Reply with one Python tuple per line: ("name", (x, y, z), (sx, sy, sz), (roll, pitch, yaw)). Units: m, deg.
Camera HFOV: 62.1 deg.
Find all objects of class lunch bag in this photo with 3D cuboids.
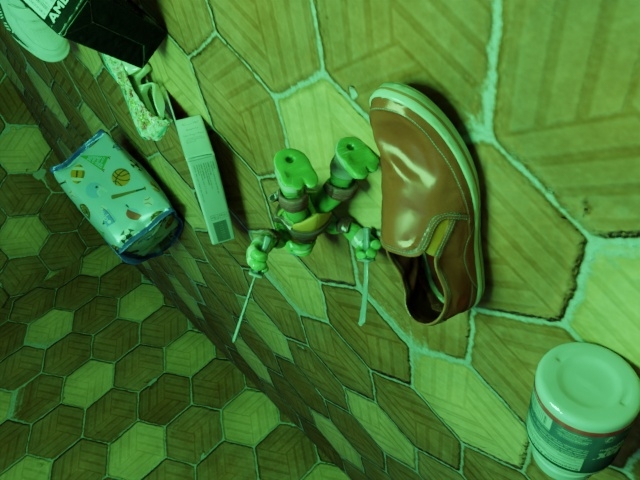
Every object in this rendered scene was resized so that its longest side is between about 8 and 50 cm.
("lunch bag", (-0.604, -0.109, 1.652), (0.328, 0.239, 0.385), (51, 172, 1))

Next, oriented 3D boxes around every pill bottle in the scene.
("pill bottle", (0.305, 0.214, 0.636), (0.108, 0.108, 0.180), (32, 150, 37))

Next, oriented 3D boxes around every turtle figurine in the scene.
("turtle figurine", (0.000, 0.000, 0.780), (0.198, 0.274, 0.266), (14, 145, 0))

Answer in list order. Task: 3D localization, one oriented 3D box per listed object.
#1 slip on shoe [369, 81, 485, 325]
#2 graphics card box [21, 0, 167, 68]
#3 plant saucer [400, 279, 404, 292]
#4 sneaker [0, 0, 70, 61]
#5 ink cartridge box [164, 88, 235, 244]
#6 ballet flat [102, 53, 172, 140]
("slip on shoe", (0.121, -0.027, 0.638), (0.123, 0.101, 0.331), (25, 143, 48))
("graphics card box", (-0.463, -0.460, 0.895), (0.371, 0.094, 0.233), (41, -168, 5))
("plant saucer", (0.159, 0.082, 0.823), (0.083, 0.013, 0.083), (41, 154, 25))
("sneaker", (-0.683, -0.580, 1.227), (0.210, 0.137, 0.365), (34, 147, 45))
("ink cartridge box", (-0.264, -0.163, 1.180), (0.275, 0.060, 0.239), (88, 163, -53))
("ballet flat", (-0.381, -0.328, 1.130), (0.077, 0.091, 0.241), (-25, 91, 26))
